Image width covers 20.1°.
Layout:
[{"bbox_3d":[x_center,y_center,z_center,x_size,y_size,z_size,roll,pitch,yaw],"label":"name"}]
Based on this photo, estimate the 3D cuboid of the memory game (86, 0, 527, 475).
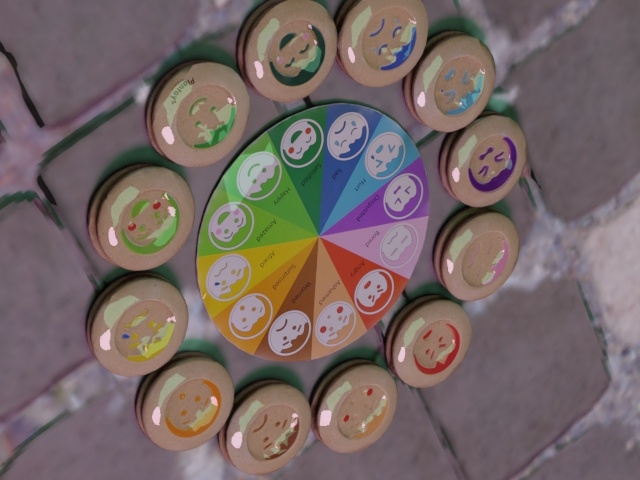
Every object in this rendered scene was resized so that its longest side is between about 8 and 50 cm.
[{"bbox_3d":[0.000,0.000,0.642,0.186,0.012,0.186,-15,118,-30],"label":"memory game"}]
